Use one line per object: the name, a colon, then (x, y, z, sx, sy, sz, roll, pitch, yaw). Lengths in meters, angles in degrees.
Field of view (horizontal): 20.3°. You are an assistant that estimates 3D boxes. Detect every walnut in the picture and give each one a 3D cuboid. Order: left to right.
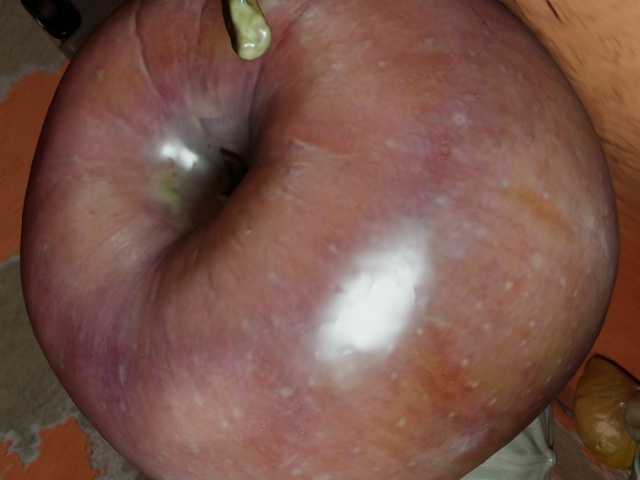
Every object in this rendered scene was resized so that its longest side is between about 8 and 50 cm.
walnut: (0.213, 0.134, 1.302, 0.091, 0.052, 0.121, 47, 172, 21)

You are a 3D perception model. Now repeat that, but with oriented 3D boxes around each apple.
apple: (0.000, 0.000, 0.859, 0.235, 0.305, 0.306, 28, -172, -45)

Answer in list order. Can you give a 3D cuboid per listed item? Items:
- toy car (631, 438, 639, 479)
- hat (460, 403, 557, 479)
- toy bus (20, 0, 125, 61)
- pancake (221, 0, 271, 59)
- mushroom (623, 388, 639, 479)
toy car: (0.238, 0.192, 0.722, 0.242, 0.226, 0.336, 42, 171, 32)
hat: (0.113, 0.135, 1.583, 0.232, 0.161, 0.275, 76, 175, -55)
toy bus: (-0.116, -0.160, 1.299, 0.209, 0.126, 0.136, 48, -174, 6)
pancake: (-0.032, -0.175, 0.708, 0.190, 0.020, 0.184, 135, 128, -74)
mushroom: (0.222, 0.136, 1.134, 0.085, 0.079, 0.085, 44, 176, 4)
